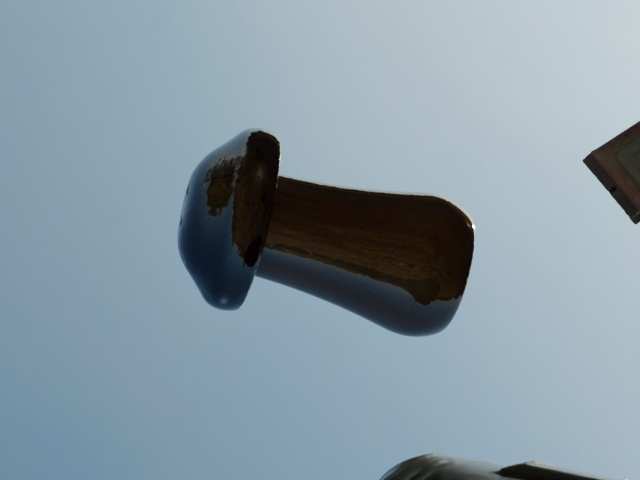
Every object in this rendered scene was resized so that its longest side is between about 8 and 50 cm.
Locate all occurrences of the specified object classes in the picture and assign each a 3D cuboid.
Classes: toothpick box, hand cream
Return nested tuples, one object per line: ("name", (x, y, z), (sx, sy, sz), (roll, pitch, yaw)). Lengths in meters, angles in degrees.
("toothpick box", (0.000, 0.000, 1.542), (0.294, 0.192, 0.192), (15, -139, -11))
("hand cream", (0.309, -0.101, 1.176), (0.067, 0.210, 0.043), (52, 177, 6))

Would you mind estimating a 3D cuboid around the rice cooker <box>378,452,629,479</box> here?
("rice cooker", (0.159, 0.333, 1.159), (0.325, 0.335, 0.335), (6, -160, 38))
